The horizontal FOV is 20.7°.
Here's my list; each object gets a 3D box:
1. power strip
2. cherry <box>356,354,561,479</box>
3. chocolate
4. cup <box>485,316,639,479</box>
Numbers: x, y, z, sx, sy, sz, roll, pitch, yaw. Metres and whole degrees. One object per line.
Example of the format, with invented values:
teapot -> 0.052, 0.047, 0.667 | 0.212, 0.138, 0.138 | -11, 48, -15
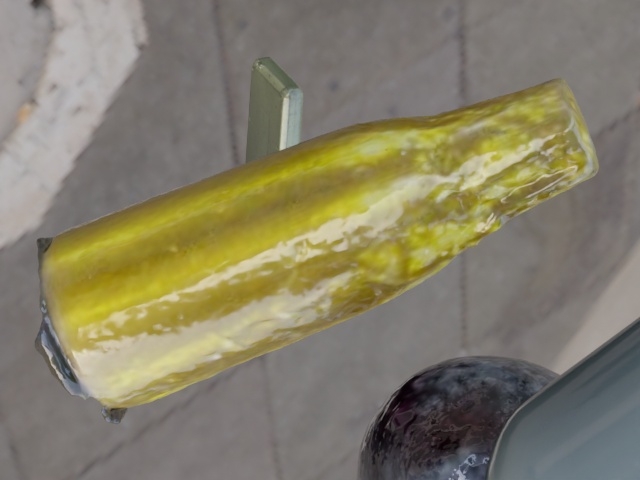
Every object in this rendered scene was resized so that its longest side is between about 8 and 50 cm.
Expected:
power strip -> -0.046, -0.096, 1.742 | 0.028, 0.076, 0.169 | -16, 132, -26
cherry -> 0.136, 0.212, 1.299 | 0.218, 0.255, 0.296 | -27, 148, -8
chocolate -> 0.000, 0.000, 1.358 | 0.445, 0.162, 0.162 | -21, 154, 16
cup -> 0.258, 0.113, 1.021 | 0.312, 0.205, 0.205 | -37, 153, 17
